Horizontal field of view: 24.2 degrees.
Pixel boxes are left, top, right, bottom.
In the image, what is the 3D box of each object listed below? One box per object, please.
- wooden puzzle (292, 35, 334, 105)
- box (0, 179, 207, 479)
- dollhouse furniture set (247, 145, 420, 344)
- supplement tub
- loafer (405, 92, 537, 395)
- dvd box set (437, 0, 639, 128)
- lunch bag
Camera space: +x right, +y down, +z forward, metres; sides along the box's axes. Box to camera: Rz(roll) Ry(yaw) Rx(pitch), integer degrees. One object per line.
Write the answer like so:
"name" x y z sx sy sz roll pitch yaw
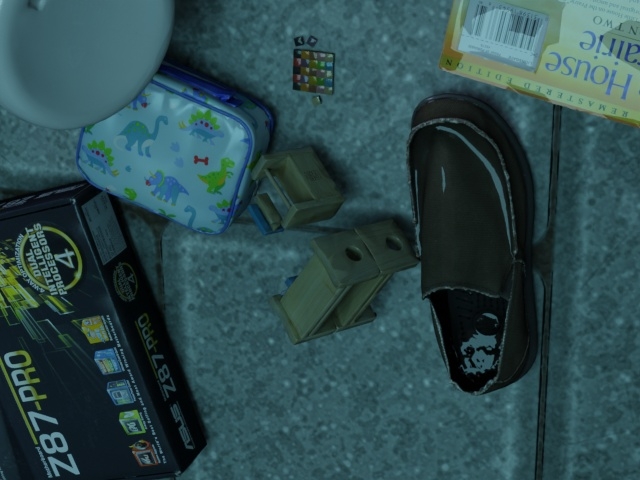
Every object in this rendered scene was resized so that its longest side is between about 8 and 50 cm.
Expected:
"wooden puzzle" -0.008 -0.196 1.730 0.049 0.006 0.083 10 115 17
"box" -0.360 0.136 1.956 0.318 0.097 0.395 -10 108 27
"dollhouse furniture set" 0.000 0.000 1.752 0.184 0.129 0.129 58 138 22
"supplement tub" -0.336 -0.279 1.630 0.325 0.235 0.235 32 125 42
"loafer" 0.174 0.015 1.680 0.134 0.130 0.366 -7 109 23
"dvd box set" 0.313 -0.332 1.519 0.307 0.062 0.420 17 117 13
"lunch bag" -0.172 -0.120 1.777 0.219 0.090 0.176 24 119 10
